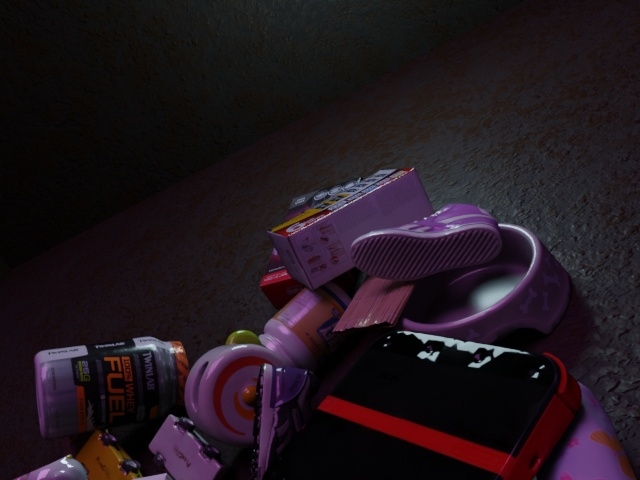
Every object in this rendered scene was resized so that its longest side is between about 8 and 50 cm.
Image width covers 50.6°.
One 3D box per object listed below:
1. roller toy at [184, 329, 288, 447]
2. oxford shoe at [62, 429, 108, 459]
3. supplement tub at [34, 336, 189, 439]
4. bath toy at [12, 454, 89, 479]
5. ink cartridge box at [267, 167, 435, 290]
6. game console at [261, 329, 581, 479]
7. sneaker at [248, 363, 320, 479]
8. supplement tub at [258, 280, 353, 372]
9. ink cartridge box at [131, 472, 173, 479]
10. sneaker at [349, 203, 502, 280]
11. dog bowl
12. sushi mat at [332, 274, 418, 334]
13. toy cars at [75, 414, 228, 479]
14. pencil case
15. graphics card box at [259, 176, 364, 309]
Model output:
[{"bbox_3d":[-0.150,0.294,1.285,0.191,0.209,0.146,-32,6,-27],"label":"roller toy"},{"bbox_3d":[-0.561,0.455,1.570,0.130,0.133,0.363,-34,26,-6],"label":"oxford shoe"},{"bbox_3d":[-0.464,0.321,1.513,0.316,0.194,0.193,-6,13,-25],"label":"supplement tub"},{"bbox_3d":[-0.543,0.513,1.335,0.151,0.129,0.348,-17,-11,-44],"label":"bath toy"},{"bbox_3d":[0.053,-0.034,1.495,0.309,0.130,0.272,-28,11,-12],"label":"ink cartridge box"},{"bbox_3d":[0.127,0.269,0.933,0.342,0.060,0.386,-47,25,-26],"label":"game console"},{"bbox_3d":[-0.052,0.351,1.143,0.107,0.124,0.283,116,160,-64],"label":"sneaker"},{"bbox_3d":[-0.027,0.191,1.425,0.199,0.144,0.144,-42,26,-21],"label":"supplement tub"},{"bbox_3d":[-0.286,0.479,1.178,0.092,0.143,0.090,-19,27,26],"label":"ink cartridge box"},{"bbox_3d":[0.202,-0.004,1.310,0.282,0.102,0.161,-4,26,10],"label":"sneaker"},{"bbox_3d":[0.285,0.097,1.283,0.348,0.102,0.349,-26,25,13],"label":"dog bowl"},{"bbox_3d":[0.143,0.072,1.355,0.151,0.019,0.316,-18,25,41],"label":"sushi mat"},{"bbox_3d":[-0.332,0.452,1.355,0.393,0.087,0.176,-17,56,26],"label":"toy cars"},{"bbox_3d":[0.320,0.296,0.838,0.124,0.113,0.273,-44,18,21],"label":"pencil case"},{"bbox_3d":[0.000,0.000,1.776,0.232,0.094,0.371,-16,34,28],"label":"graphics card box"}]
